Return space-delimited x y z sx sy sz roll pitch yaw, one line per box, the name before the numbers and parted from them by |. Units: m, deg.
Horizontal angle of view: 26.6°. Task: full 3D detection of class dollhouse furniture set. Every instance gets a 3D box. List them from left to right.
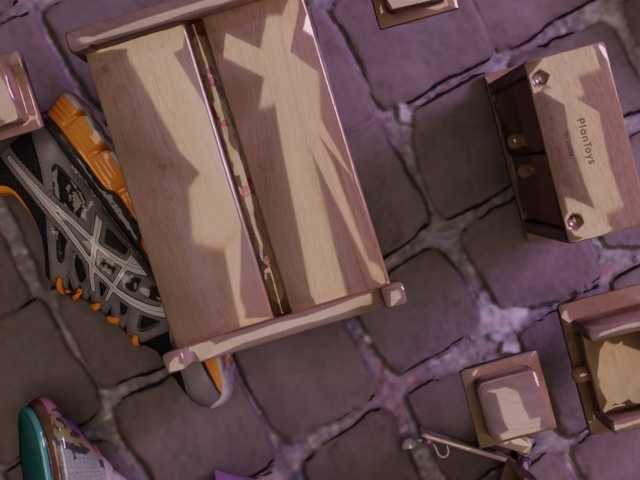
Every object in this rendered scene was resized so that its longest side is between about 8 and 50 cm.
dollhouse furniture set | 0.000 0.000 0.817 0.356 0.174 0.303 -16 92 1
dollhouse furniture set | 0.099 0.126 0.845 0.081 0.114 0.091 17 92 -2

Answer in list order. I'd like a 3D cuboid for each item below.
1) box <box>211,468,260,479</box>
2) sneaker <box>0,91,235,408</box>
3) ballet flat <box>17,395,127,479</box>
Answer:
box | 0.012 0.289 0.836 0.214 0.117 0.243 13 89 -6
sneaker | -0.125 0.016 0.838 0.083 0.084 0.215 -33 87 2
ballet flat | -0.145 0.202 0.846 0.079 0.077 0.221 -4 97 -24
